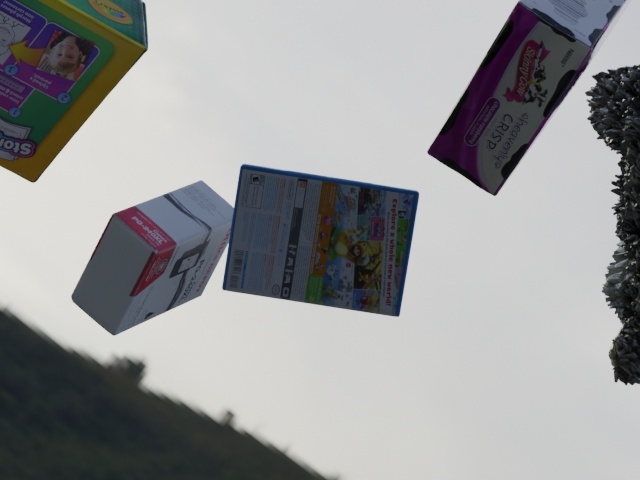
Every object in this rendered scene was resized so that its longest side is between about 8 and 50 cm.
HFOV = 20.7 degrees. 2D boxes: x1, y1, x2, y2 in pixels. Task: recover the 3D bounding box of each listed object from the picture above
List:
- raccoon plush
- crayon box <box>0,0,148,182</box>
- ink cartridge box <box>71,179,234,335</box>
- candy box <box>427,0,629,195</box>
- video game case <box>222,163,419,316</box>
[{"bbox_3d":[0.338,-0.017,1.626,0.216,0.299,0.446,1,-7,18],"label":"raccoon plush"},{"bbox_3d":[-0.296,-0.180,1.387,0.278,0.165,0.081,29,30,-29],"label":"crayon box"},{"bbox_3d":[-0.156,0.015,1.689,0.063,0.150,0.109,39,-60,17],"label":"ink cartridge box"},{"bbox_3d":[0.186,-0.157,1.427,0.071,0.233,0.159,33,-53,4],"label":"candy box"},{"bbox_3d":[0.000,0.000,1.612,0.166,0.119,0.015,9,6,-1],"label":"video game case"}]
